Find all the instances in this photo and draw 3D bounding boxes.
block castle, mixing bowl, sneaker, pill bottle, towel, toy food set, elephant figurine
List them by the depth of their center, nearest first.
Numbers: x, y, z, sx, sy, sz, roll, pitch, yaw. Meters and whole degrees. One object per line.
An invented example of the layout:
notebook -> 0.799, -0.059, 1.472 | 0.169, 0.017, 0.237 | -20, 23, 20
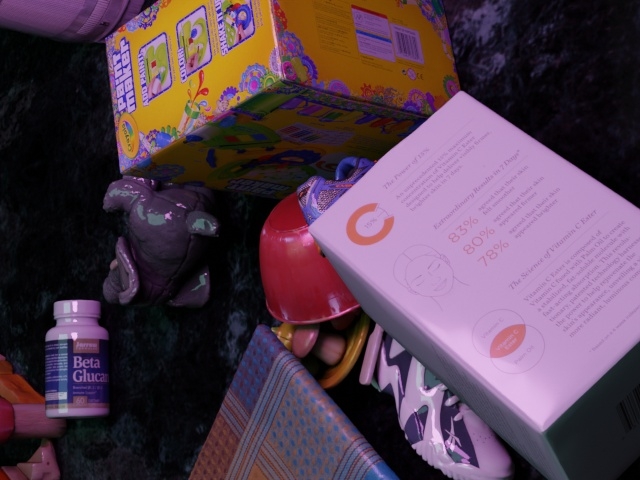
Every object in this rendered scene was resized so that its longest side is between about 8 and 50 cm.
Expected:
sneaker -> 0.146, 0.140, 1.361 | 0.235, 0.094, 0.153 | 55, 131, 47
sneaker -> 0.061, -0.060, 1.391 | 0.087, 0.221, 0.083 | 56, 133, 10
towel -> -0.012, 0.308, 1.418 | 0.370, 0.040, 0.271 | 48, 124, 37
mixing bowl -> 0.000, 0.000, 1.458 | 0.181, 0.181, 0.098 | 9, 135, 46
toy food set -> -0.004, 0.104, 1.491 | 0.218, 0.071, 0.128 | -16, 53, 64
elephant figurine -> -0.221, 0.030, 1.736 | 0.169, 0.186, 0.240 | 16, 113, 3
pill bottle -> -0.356, 0.175, 1.873 | 0.094, 0.094, 0.169 | -11, 77, 44
block castle -> -0.599, 0.403, 2.009 | 0.303, 0.212, 0.453 | 30, 106, 43

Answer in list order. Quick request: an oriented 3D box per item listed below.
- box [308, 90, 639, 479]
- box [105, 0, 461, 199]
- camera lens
box -> 0.189, 0.047, 1.218 | 0.215, 0.168, 0.345 | -42, 49, -7
box -> -0.042, -0.180, 1.456 | 0.279, 0.290, 0.177 | -24, 68, 40
camera lens -> -0.418, -0.414, 1.883 | 0.219, 0.274, 0.220 | -7, 80, 45
